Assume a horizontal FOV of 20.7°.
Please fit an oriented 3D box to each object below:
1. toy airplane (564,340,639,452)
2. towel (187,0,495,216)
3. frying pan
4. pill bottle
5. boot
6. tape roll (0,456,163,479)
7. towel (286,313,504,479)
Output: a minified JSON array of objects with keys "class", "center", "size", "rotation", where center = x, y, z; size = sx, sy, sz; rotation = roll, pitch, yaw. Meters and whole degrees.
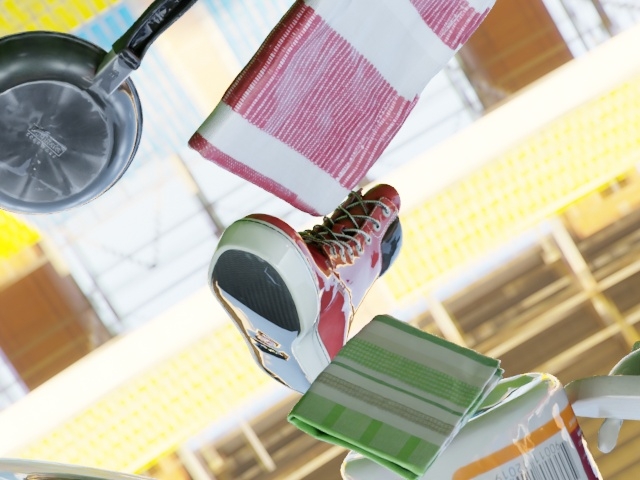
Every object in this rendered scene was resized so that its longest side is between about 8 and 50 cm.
[{"class":"toy airplane","center":[0.476,0.162,1.716],"size":[0.384,0.386,0.272],"rotation":[-28,-138,22]},{"class":"towel","center":[0.059,-0.163,1.187],"size":[0.329,0.037,0.237],"rotation":[-51,160,4]},{"class":"frying pan","center":[-0.204,-0.127,1.653],"size":[0.326,0.197,0.053],"rotation":[-21,-147,1]},{"class":"pill bottle","center":[0.192,0.340,1.611],"size":[0.224,0.392,0.224],"rotation":[-23,-179,0]},{"class":"boot","center":[0.000,0.000,1.370],"size":[0.176,0.088,0.244],"rotation":[-58,159,-18]},{"class":"tape roll","center":[-0.187,0.280,1.405],"size":[0.246,0.169,0.246],"rotation":[11,179,0]},{"class":"towel","center":[0.056,0.115,1.288],"size":[0.113,0.023,0.152],"rotation":[22,-144,19]}]
